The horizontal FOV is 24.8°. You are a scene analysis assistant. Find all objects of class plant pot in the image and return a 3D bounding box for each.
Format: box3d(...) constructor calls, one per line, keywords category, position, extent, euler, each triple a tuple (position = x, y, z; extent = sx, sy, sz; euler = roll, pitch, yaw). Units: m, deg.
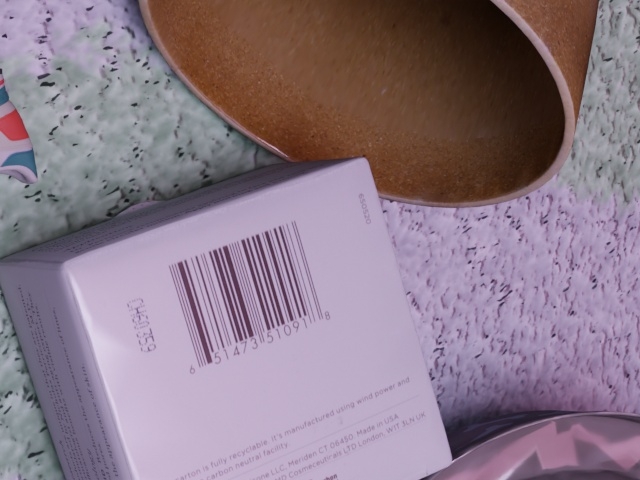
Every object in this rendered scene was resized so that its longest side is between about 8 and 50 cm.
box3d(category="plant pot", position=(0.062, -0.186, 0.794), extent=(0.237, 0.237, 0.254), euler=(43, 59, -32))

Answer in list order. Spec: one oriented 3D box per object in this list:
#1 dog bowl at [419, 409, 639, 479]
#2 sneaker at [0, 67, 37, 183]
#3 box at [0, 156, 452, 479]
box3d(category="dog bowl", position=(0.151, 0.269, 0.933), extent=(0.349, 0.102, 0.349), euler=(-2, 98, -14))
box3d(category="sneaker", position=(-0.210, -0.020, 0.716), extent=(0.161, 0.057, 0.075), euler=(-36, 111, -28))
box3d(category="box", position=(-0.052, 0.066, 0.782), extent=(0.181, 0.119, 0.182), euler=(-21, 100, -26))
